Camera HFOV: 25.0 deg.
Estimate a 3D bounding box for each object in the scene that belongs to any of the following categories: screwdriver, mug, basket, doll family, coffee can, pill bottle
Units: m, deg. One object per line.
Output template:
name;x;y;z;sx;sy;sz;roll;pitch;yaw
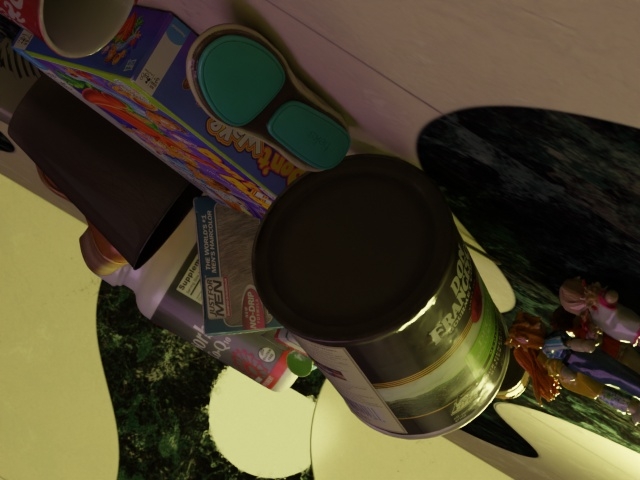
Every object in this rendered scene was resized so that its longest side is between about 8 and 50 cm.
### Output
screwdriver;0.130;-0.016;1.557;0.170;0.025;0.024;24;173;-21
mug;-0.250;-0.233;1.257;0.169;0.113;0.150;29;170;28
basket;-0.260;-0.109;1.788;0.227;0.204;0.154;37;-158;3
doll family;0.276;0.124;1.514;0.163;0.118;0.263;28;171;11
coffee can;0.070;0.065;1.488;0.201;0.201;0.275;25;164;29
pill bottle;-0.165;0.070;2.318;0.363;0.210;0.210;31;171;-3

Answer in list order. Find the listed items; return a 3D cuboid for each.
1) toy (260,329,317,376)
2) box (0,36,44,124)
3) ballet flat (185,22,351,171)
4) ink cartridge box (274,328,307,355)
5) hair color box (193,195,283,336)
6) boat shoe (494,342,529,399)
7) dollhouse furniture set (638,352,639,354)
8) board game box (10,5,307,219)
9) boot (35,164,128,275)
toy;0.017;0.153;2.149;0.137;0.056;0.237;28;-158;18
box;-0.319;-0.156;1.930;0.275;0.094;0.113;29;171;3
ballet flat;-0.059;-0.136;1.305;0.086;0.086;0.248;24;170;35
ink cartridge box;0.022;0.079;1.936;0.092;0.158;0.218;26;172;-5
hair color box;-0.107;0.035;1.907;0.105;0.174;0.347;-5;178;-3
boat shoe;0.151;0.150;2.072;0.307;0.111;0.104;27;169;18
dollhouse furniture set;0.361;0.177;1.656;0.114;0.081;0.091;26;170;26
board game box;-0.130;-0.128;1.541;0.233;0.078;0.347;20;166;47
boot;-0.321;-0.105;2.125;0.109;0.283;0.220;-8;161;-33
